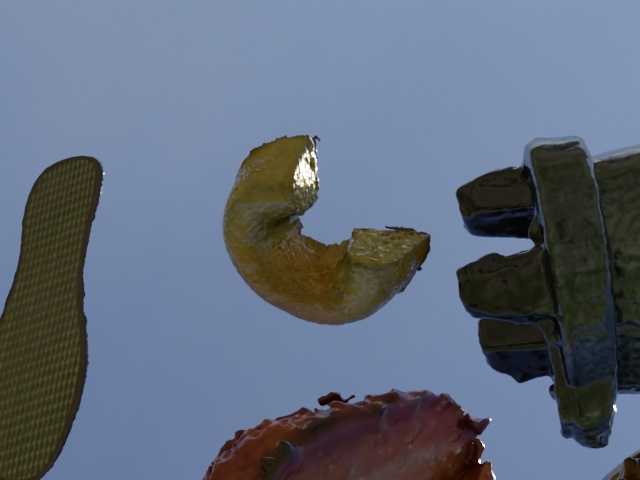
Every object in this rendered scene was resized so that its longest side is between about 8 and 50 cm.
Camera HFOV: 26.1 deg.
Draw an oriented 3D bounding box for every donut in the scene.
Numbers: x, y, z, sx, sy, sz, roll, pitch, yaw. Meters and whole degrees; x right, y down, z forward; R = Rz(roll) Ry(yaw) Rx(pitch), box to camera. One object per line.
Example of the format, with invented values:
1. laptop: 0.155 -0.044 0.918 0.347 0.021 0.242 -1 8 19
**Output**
1. donut: -0.008 0.005 1.175 0.146 0.181 0.078 -43 -167 36

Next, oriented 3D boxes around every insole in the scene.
1. insole: -0.184 0.045 0.910 0.086 0.005 0.253 -15 -128 21

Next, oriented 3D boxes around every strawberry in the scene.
1. strawberry: 0.010 0.149 0.805 0.188 0.121 0.082 -18 -168 -32

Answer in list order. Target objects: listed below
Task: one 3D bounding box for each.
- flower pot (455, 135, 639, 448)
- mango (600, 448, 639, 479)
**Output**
1. flower pot: 0.274 0.044 1.288 0.282 0.299 0.299 -6 -132 7
2. mango: 0.349 0.328 1.323 0.201 0.287 0.152 -22 -161 -1
